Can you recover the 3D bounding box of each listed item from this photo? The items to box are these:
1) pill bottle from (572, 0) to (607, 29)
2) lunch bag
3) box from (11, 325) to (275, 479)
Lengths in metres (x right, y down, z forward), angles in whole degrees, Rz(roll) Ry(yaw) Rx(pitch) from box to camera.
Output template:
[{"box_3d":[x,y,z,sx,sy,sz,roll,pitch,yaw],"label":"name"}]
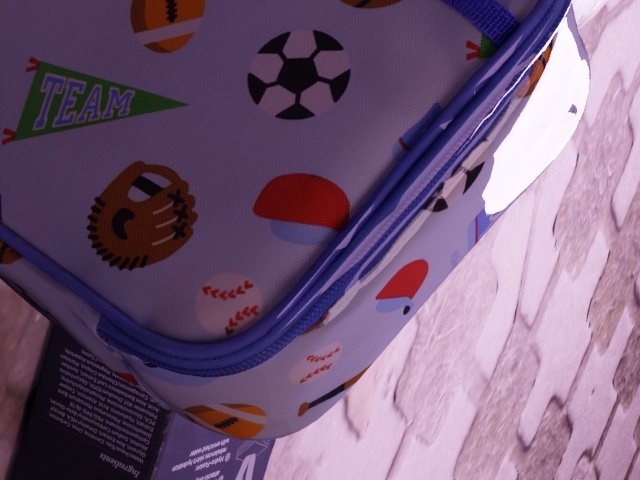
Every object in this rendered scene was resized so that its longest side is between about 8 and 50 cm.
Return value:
[{"box_3d":[0.072,-0.191,0.997,0.334,0.188,0.188,-24,132,-59],"label":"pill bottle"},{"box_3d":[-0.059,-0.088,0.672,0.243,0.303,0.115,-49,154,-8],"label":"lunch bag"},{"box_3d":[-0.090,0.090,1.025,0.156,0.093,0.158,-8,117,-64],"label":"box"}]
